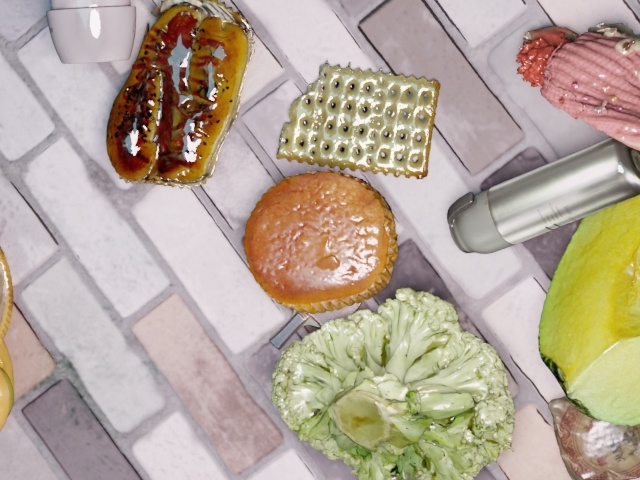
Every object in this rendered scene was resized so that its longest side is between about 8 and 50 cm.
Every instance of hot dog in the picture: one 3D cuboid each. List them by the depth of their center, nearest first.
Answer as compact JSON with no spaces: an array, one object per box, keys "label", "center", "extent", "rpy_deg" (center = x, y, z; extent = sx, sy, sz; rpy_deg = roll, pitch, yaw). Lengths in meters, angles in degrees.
[{"label":"hot dog","center":[-0.187,-0.192,1.589],"extent":[0.163,0.082,0.270],"rpy_deg":[21,95,6]}]

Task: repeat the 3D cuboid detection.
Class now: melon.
[{"label":"melon","center":[0.421,0.055,1.434],"extent":[0.343,0.226,0.331],"rpy_deg":[-41,83,18]}]

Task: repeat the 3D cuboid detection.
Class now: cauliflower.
[{"label":"cauliflower","center":[0.092,0.203,1.478],"extent":[0.275,0.250,0.272],"rpy_deg":[-35,85,14]}]

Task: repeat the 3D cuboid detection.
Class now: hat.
[{"label":"hat","center":[0.359,-0.199,1.445],"extent":[0.286,0.237,0.107],"rpy_deg":[29,131,36]}]

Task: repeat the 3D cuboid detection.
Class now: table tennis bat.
[{"label":"table tennis bat","center":[-0.008,0.085,1.607],"extent":[0.095,0.014,0.158],"rpy_deg":[45,97,5]}]

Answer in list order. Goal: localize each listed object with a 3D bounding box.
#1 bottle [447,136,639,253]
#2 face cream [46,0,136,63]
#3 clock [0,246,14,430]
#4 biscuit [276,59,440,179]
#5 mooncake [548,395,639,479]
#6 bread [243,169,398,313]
[{"label":"bottle","center":[0.273,-0.055,1.479],"extent":[0.254,0.079,0.096],"rpy_deg":[-24,132,33]},{"label":"face cream","center":[-0.301,-0.287,1.585],"extent":[0.117,0.117,0.104],"rpy_deg":[-2,101,10]},{"label":"clock","center":[-0.531,0.115,1.588],"extent":[0.200,0.244,0.317],"rpy_deg":[-3,89,25]},{"label":"biscuit","center":[0.051,-0.160,1.583],"extent":[0.203,0.016,0.144],"rpy_deg":[10,95,8]},{"label":"mooncake","center":[0.364,0.245,1.523],"extent":[0.130,0.073,0.125],"rpy_deg":[-17,88,8]},{"label":"bread","center":[0.000,0.001,1.548],"extent":[0.199,0.104,0.199],"rpy_deg":[-1,85,10]}]
